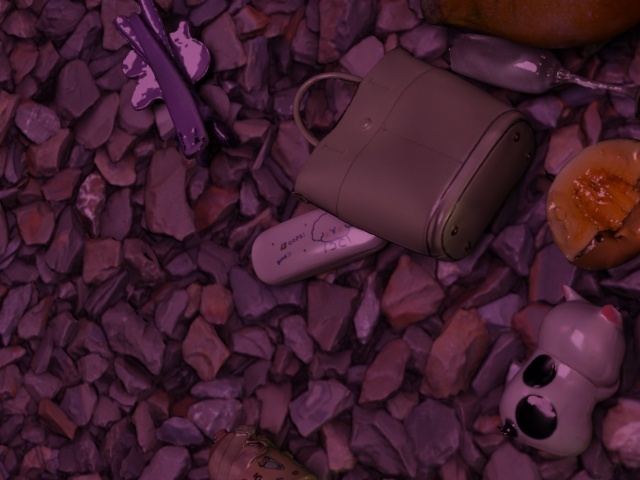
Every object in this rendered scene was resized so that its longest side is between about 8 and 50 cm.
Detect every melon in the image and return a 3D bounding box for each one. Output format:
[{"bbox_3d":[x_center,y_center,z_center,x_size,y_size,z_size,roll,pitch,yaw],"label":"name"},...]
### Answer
[{"bbox_3d":[0.329,-0.046,1.417,0.160,0.079,0.128,-54,44,11],"label":"melon"}]

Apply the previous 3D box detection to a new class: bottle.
[{"bbox_3d":[-0.082,0.291,1.563,0.152,0.099,0.099,34,98,32],"label":"bottle"}]

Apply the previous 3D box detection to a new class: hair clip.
[{"bbox_3d":[-0.204,-0.209,1.728,0.137,0.090,0.278,-36,61,19],"label":"hair clip"}]

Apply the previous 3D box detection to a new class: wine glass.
[{"bbox_3d":[0.268,-0.200,1.476,0.262,0.074,0.074,18,90,31],"label":"wine glass"}]

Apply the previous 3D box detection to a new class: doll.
[{"bbox_3d":[0.274,0.151,1.390,0.110,0.107,0.181,30,90,50],"label":"doll"}]

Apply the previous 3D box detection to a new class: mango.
[{"bbox_3d":[0.261,-0.311,1.457,0.316,0.146,0.193,-3,61,37],"label":"mango"}]

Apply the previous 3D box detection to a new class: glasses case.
[{"bbox_3d":[0.000,0.000,1.593,0.197,0.049,0.076,-20,70,23],"label":"glasses case"}]

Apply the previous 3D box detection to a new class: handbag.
[{"bbox_3d":[0.093,-0.117,1.542,0.315,0.109,0.241,29,79,38],"label":"handbag"}]
